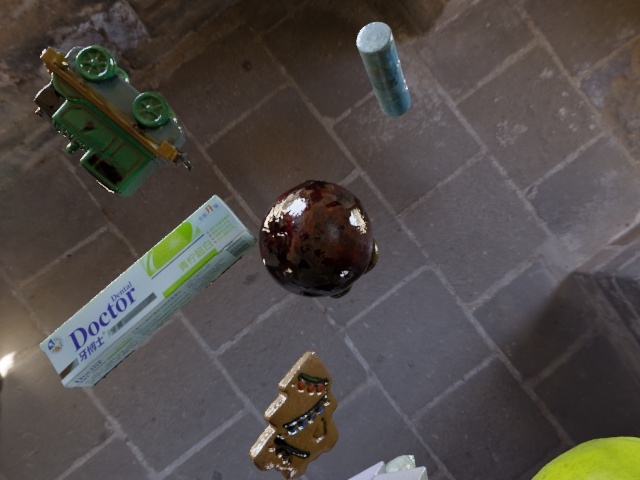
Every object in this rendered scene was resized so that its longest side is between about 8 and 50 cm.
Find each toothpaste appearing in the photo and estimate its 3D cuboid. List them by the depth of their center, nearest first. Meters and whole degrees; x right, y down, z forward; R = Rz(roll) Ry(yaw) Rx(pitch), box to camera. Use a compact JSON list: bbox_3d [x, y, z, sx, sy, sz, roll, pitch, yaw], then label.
[{"bbox_3d":[-0.249,0.077,0.716,0.337,0.067,0.081,-41,71,-4],"label":"toothpaste"}]

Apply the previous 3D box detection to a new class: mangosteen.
[{"bbox_3d":[0.000,0.000,0.795,0.210,0.210,0.209,0,88,-2],"label":"mangosteen"}]

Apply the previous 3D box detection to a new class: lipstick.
[{"bbox_3d":[0.091,-0.232,0.672,0.048,0.158,0.047,-6,72,18],"label":"lipstick"}]

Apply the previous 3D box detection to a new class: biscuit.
[{"bbox_3d":[-0.044,0.411,1.135,0.278,0.043,0.300,3,95,-45],"label":"biscuit"}]

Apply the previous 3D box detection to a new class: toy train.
[{"bbox_3d":[-0.266,-0.147,0.608,0.228,0.091,0.136,38,86,-9],"label":"toy train"}]

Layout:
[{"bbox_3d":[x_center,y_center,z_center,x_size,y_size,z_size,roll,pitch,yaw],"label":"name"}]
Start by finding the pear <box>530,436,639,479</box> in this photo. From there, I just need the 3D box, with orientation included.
[{"bbox_3d":[0.366,0.423,0.520,0.392,0.391,0.390,0,88,-2],"label":"pear"}]

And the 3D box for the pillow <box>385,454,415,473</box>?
[{"bbox_3d":[0.132,0.611,1.101,0.078,0.144,0.253,30,100,18],"label":"pillow"}]

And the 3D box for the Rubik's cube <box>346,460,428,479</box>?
[{"bbox_3d":[0.117,0.633,0.866,0.388,0.368,0.357,-3,107,34],"label":"Rubik's cube"}]
